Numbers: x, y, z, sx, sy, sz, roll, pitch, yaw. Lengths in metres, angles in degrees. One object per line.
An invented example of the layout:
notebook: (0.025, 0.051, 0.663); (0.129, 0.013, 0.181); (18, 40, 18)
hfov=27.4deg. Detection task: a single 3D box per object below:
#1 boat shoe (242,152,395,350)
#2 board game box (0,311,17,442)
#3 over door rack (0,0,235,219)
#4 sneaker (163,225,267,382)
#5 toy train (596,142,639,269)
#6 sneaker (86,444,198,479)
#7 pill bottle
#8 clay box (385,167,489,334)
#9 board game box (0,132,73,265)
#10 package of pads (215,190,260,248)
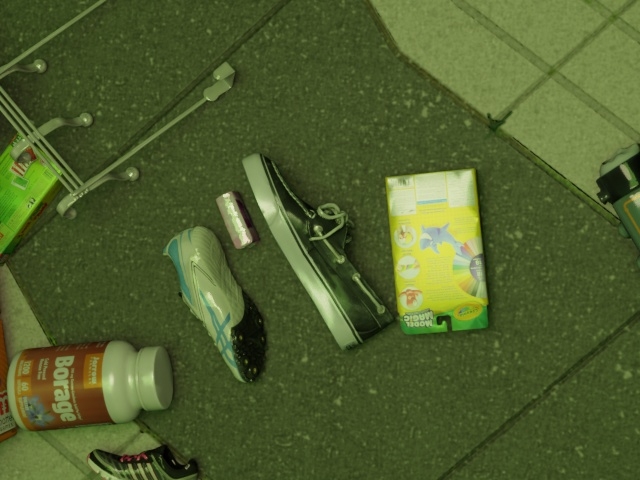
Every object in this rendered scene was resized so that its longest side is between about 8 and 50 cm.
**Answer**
boat shoe: (0.000, 0.000, 1.832); (0.105, 0.113, 0.306); (-30, 87, 2)
board game box: (-0.680, 0.148, 1.804); (0.357, 0.356, 0.356); (-7, 93, 14)
over door rack: (-0.313, -0.214, 1.902); (0.324, 0.108, 0.239); (-41, 83, -6)
sneaker: (-0.149, 0.095, 1.881); (0.086, 0.085, 0.237); (-25, 89, 35)
toy train: (0.506, -0.003, 1.733); (0.190, 0.142, 0.334); (-32, 84, 18)
sneaker: (-0.252, 0.324, 1.901); (0.170, 0.063, 0.074); (18, 93, 5)
pill bottle: (-0.328, 0.206, 1.884); (0.216, 0.121, 0.121); (-7, 89, 10)
clay box: (0.165, 0.016, 1.830); (0.127, 0.053, 0.222); (-5, 90, 10)
board game box: (-0.460, -0.060, 1.948); (0.092, 0.043, 0.181); (39, 96, 8)
package of pads: (-0.119, -0.029, 1.883); (0.032, 0.050, 0.083); (-24, 86, 9)
